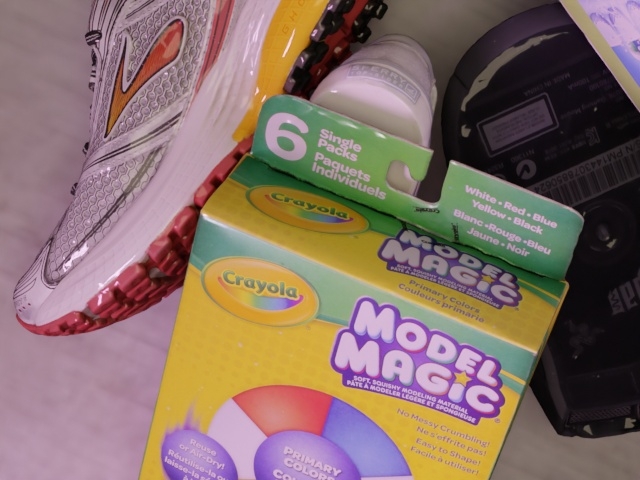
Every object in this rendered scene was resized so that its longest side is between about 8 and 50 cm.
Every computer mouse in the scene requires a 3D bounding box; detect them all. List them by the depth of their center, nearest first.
[{"bbox_3d":[0.088,0.041,0.687,0.184,0.060,0.262,-29,110,1],"label":"computer mouse"}]

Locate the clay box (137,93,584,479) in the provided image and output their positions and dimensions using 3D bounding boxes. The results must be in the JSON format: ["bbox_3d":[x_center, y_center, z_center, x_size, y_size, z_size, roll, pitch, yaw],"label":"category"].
[{"bbox_3d":[0.005,0.064,0.626,0.127,0.053,0.222,22,126,9],"label":"clay box"}]

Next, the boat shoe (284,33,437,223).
[{"bbox_3d":[0.000,0.000,0.662,0.066,0.063,0.184,20,125,8],"label":"boat shoe"}]

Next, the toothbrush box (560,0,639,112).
[{"bbox_3d":[0.180,-0.150,0.590,0.206,0.122,0.283,-42,100,-18],"label":"toothbrush box"}]

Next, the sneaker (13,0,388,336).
[{"bbox_3d":[-0.054,-0.060,0.655,0.092,0.088,0.225,35,96,11],"label":"sneaker"}]
